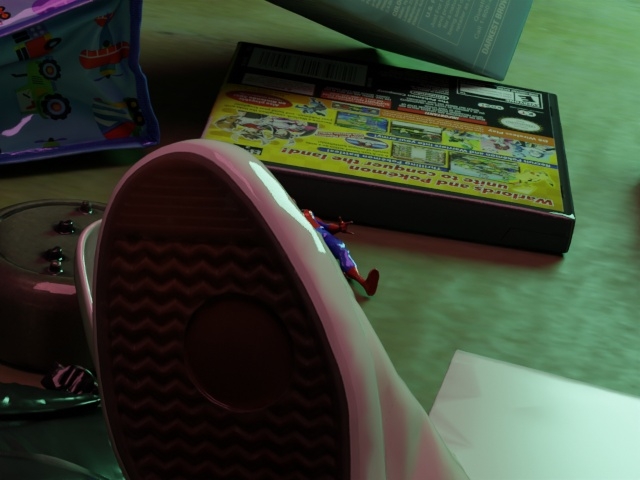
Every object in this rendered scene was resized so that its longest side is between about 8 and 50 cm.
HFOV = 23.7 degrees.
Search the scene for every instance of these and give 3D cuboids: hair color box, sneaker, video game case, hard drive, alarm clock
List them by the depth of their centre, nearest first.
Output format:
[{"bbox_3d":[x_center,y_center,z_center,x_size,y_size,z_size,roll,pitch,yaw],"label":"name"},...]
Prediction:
[{"bbox_3d":[0.001,0.092,0.610,0.106,0.290,0.123,-17,9,24],"label":"sneaker"},{"bbox_3d":[0.195,0.152,0.765,0.307,0.040,0.203,14,27,11],"label":"hard drive"},{"bbox_3d":[-0.129,0.024,0.903,0.192,0.064,0.129,11,27,-2],"label":"alarm clock"},{"bbox_3d":[0.052,-0.078,1.181,0.275,0.035,0.248,9,27,1],"label":"video game case"},{"bbox_3d":[-0.019,-0.249,1.228,0.374,0.114,0.185,17,4,-38],"label":"hair color box"}]

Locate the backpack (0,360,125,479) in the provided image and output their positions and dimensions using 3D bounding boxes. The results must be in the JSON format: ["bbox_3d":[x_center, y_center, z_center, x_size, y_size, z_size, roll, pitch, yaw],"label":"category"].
[{"bbox_3d":[-0.149,0.122,0.626,0.182,0.115,0.152,10,19,-37],"label":"backpack"}]

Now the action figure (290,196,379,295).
[{"bbox_3d":[0.000,0.000,1.022,0.038,0.030,0.115,-11,30,-24],"label":"action figure"}]

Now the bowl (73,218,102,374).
[{"bbox_3d":[-0.062,0.051,0.827,0.142,0.053,0.142,-7,64,-30],"label":"bowl"}]

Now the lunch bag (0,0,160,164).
[{"bbox_3d":[-0.299,-0.128,1.112,0.293,0.138,0.221,-20,36,-23],"label":"lunch bag"}]
